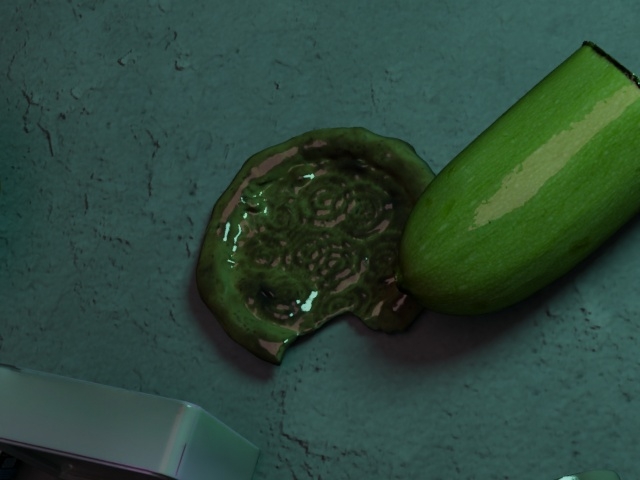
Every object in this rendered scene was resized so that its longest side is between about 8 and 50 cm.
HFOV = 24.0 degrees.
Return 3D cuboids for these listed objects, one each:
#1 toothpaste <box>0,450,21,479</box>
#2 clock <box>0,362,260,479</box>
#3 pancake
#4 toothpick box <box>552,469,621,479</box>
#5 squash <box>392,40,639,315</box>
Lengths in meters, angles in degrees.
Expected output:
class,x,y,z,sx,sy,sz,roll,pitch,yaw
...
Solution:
class,x,y,z,sx,sy,sz,roll,pitch,yaw
toothpaste,-0.301,0.221,1.308,0.045,0.071,0.193,37,92,14
clock,-0.165,0.163,1.222,0.197,0.150,0.063,9,71,24
pancake,0.000,0.000,1.287,0.235,0.029,0.212,-23,63,10
toothpick box,0.197,0.266,1.063,0.111,0.111,0.180,-26,63,11
squash,0.164,-0.031,1.180,0.247,0.132,0.132,-43,62,6
